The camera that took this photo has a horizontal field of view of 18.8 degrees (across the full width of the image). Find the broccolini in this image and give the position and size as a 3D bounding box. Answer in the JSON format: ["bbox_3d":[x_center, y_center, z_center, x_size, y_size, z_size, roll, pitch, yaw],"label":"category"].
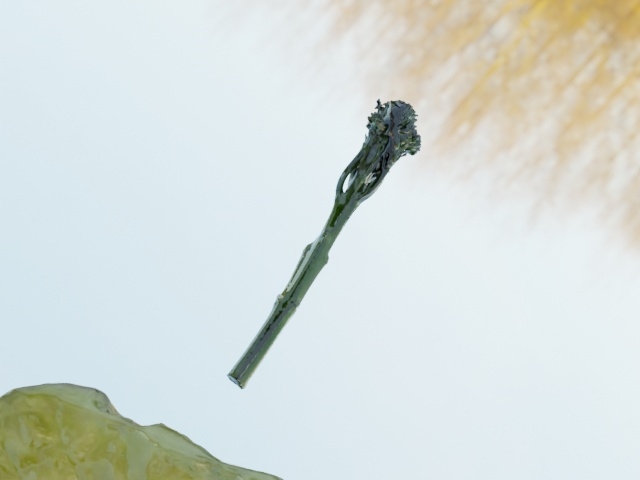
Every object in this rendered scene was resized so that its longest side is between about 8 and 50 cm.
[{"bbox_3d":[-0.001,-0.001,1.258,0.042,0.218,0.044,35,171,-1],"label":"broccolini"}]

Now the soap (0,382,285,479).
[{"bbox_3d":[-0.077,0.295,1.227,0.306,0.427,0.115,11,-138,28],"label":"soap"}]
